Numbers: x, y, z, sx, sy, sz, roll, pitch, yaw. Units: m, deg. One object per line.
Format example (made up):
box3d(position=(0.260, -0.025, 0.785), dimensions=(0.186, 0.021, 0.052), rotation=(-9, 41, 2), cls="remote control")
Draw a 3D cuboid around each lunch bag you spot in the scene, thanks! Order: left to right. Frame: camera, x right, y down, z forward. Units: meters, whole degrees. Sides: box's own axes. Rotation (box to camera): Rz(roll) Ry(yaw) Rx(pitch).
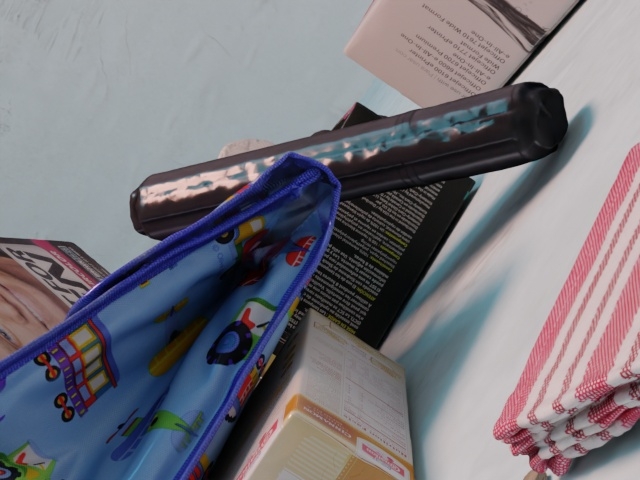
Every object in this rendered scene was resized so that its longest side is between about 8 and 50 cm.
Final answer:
box3d(position=(-0.094, 0.085, 0.741), dimensions=(0.293, 0.138, 0.221), rotation=(-47, -3, -28), cls="lunch bag")

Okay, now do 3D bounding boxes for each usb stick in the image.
box3d(position=(0.012, -0.045, 0.833), dimensions=(0.278, 0.045, 0.077), rotation=(-12, 7, 29), cls="usb stick")

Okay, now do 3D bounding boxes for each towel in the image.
box3d(position=(0.131, -0.011, 0.415), dimensions=(0.144, 0.029, 0.197), rotation=(-59, 8, -30), cls="towel")

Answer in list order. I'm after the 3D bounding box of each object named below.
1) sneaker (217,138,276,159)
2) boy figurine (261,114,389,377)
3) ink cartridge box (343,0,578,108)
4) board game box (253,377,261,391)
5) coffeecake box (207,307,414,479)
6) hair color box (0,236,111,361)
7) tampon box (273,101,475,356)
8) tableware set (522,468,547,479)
box3d(position=(-0.062, -0.004, 0.961), dimensions=(0.158, 0.061, 0.065), rotation=(-59, -20, -46), cls="sneaker")
box3d(position=(0.000, 0.000, 1.147), dimensions=(0.177, 0.092, 0.285), rotation=(-15, 28, 29), cls="boy figurine")
box3d(position=(0.168, -0.267, 1.111), dimensions=(0.307, 0.129, 0.223), rotation=(-50, 9, 51), cls="ink cartridge box")
box3d(position=(-0.134, 0.249, 1.118), dimensions=(0.305, 0.053, 0.193), rotation=(-57, 6, -13), cls="board game box")
box3d(position=(-0.020, 0.129, 0.694), dimensions=(0.142, 0.068, 0.185), rotation=(-57, 4, 11), cls="coffeecake box")
box3d(position=(-0.227, 0.084, 0.961), dimensions=(0.105, 0.174, 0.347), rotation=(-54, -17, 11), cls="hair color box")
box3d(position=(0.014, 0.007, 0.983), dimensions=(0.161, 0.101, 0.120), rotation=(-58, 4, -14), cls="tampon box")
box3d(position=(0.005, 0.157, 0.441), dimensions=(0.128, 0.039, 0.194), rotation=(-52, 6, 40), cls="tableware set")
